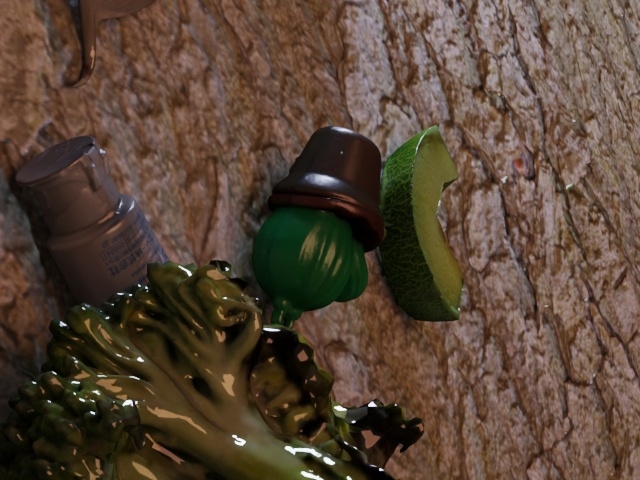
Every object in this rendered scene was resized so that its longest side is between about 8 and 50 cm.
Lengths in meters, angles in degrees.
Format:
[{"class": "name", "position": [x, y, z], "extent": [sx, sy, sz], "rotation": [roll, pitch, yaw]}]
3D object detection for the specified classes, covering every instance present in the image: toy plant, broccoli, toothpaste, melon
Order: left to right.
[{"class": "toothpaste", "position": [-0.135, 0.063, 0.954], "extent": [0.114, 0.073, 0.299], "rotation": [-53, 127, -46]}, {"class": "broccoli", "position": [-0.083, 0.194, 0.840], "extent": [0.272, 0.324, 0.334], "rotation": [28, 53, 10]}, {"class": "toy plant", "position": [0.000, 0.000, 1.126], "extent": [0.143, 0.105, 0.200], "rotation": [39, 65, -54]}, {"class": "melon", "position": [0.106, -0.023, 1.302], "extent": [0.118, 0.064, 0.210], "rotation": [41, 45, -36]}]

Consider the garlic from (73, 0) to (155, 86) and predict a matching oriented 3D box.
[{"class": "garlic", "position": [-0.165, -0.260, 1.021], "extent": [0.148, 0.128, 0.266], "rotation": [47, 53, -15]}]
